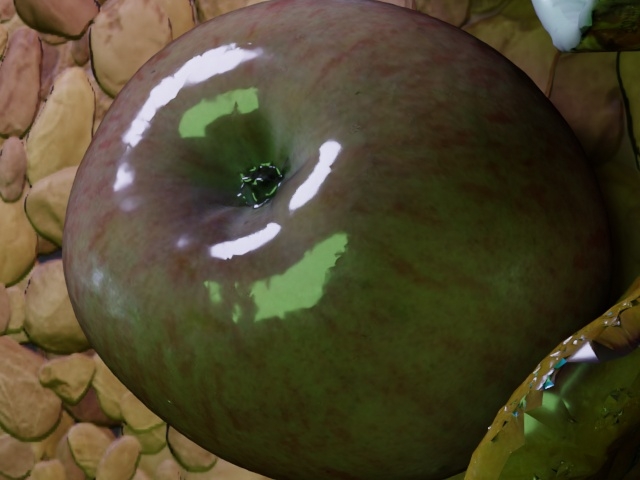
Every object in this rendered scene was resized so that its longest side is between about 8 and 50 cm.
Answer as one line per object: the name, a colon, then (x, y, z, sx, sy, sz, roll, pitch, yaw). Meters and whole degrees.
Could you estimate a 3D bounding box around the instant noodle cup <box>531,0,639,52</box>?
instant noodle cup: (0.237, -0.240, 1.015, 0.266, 0.340, 0.340, -6, 84, -5)

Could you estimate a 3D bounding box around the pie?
pie: (0.162, 0.097, 1.141, 0.069, 0.273, 0.273, 38, 108, 14)

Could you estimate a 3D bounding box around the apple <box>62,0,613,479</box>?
apple: (0.000, 0.000, 1.239, 0.344, 0.269, 0.345, -2, 86, 31)
